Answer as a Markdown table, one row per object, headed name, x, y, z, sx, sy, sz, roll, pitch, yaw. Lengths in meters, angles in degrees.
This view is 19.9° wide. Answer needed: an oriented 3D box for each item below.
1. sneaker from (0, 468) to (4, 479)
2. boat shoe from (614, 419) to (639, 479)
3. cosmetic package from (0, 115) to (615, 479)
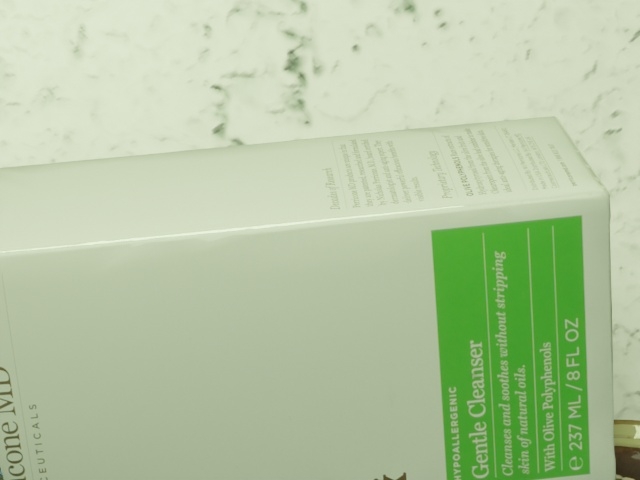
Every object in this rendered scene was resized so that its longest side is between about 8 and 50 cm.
| name | x | y | z | sx | sy | sz | roll | pitch | yaw |
| --- | --- | --- | --- | --- | --- | --- | --- | --- | --- |
| sneaker | -0.223 | 0.160 | 1.028 | 0.080 | 0.211 | 0.081 | -23 | 108 | -26 |
| boat shoe | 0.296 | 0.225 | 1.152 | 0.342 | 0.123 | 0.123 | 27 | 63 | -7 |
| cosmetic package | -0.021 | 0.051 | 1.089 | 0.366 | 0.155 | 0.197 | -7 | 112 | -2 |
